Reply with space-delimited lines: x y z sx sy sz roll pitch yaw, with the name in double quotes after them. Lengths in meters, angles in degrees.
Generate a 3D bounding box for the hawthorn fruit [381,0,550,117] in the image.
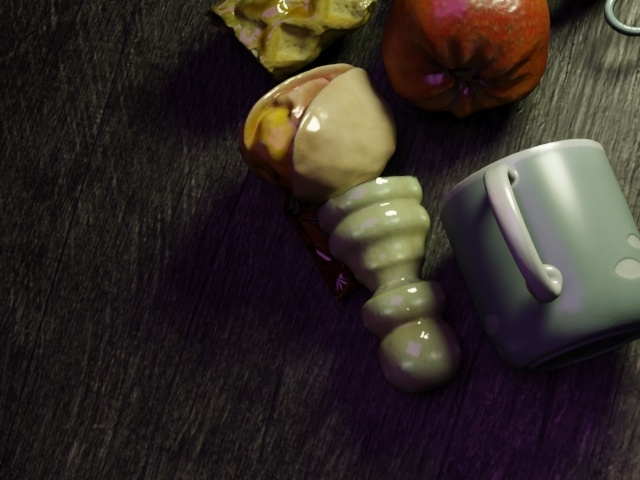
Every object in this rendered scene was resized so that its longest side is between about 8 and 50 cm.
0.237 -0.360 1.364 0.276 0.277 0.298 -9 61 16 "hawthorn fruit"

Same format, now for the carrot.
0.001 0.000 1.444 0.069 0.069 0.229 -32 68 8 "carrot"

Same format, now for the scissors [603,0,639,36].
0.660 -0.392 1.316 0.383 0.029 0.256 -40 86 2 "scissors"

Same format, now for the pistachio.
0.004 -0.177 1.384 0.229 0.308 0.230 11 108 34 "pistachio"

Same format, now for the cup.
0.317 0.026 1.169 0.259 0.356 0.275 -25 70 20 "cup"

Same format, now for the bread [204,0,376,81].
-0.052 -0.418 1.505 0.252 0.196 0.238 -41 68 1 "bread"

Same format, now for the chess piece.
0.125 0.080 1.324 0.182 0.182 0.331 -21 75 12 "chess piece"
